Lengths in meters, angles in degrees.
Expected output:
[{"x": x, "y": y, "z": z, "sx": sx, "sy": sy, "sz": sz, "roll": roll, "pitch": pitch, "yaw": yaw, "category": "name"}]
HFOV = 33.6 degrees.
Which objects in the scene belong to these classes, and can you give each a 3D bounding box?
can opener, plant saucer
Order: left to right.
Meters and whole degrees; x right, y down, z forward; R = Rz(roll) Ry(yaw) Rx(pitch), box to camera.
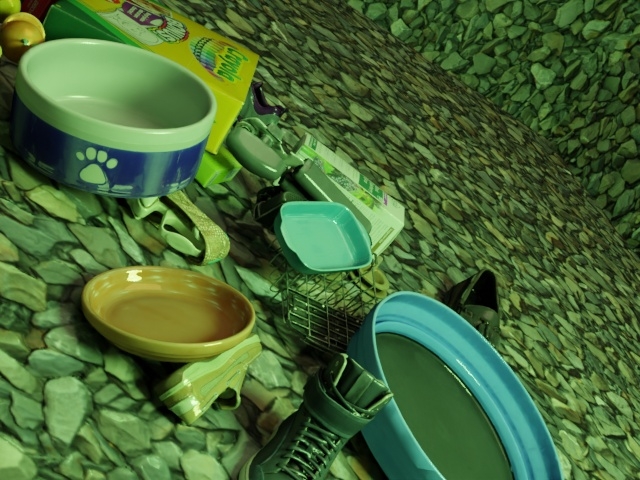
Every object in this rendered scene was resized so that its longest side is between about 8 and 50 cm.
[{"x": -0.176, "y": 0.086, "z": 1.220, "sx": 0.199, "sy": 0.037, "sz": 0.200, "roll": 10, "pitch": 21, "yaw": -4, "category": "plant saucer"}, {"x": -0.042, "y": -0.082, "z": 1.706, "sx": 0.283, "sy": 0.076, "sz": 0.095, "roll": 45, "pitch": 52, "yaw": -15, "category": "can opener"}]

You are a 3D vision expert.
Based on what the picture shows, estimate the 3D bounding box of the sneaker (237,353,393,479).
[{"x": -0.003, "y": 0.217, "z": 1.178, "sx": 0.086, "sy": 0.163, "sz": 0.226, "roll": 41, "pitch": 22, "yaw": -5, "category": "sneaker"}]

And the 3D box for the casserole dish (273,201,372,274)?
[{"x": 0.000, "y": 0.000, "z": 1.545, "sx": 0.188, "sy": 0.037, "sz": 0.114, "roll": -2, "pitch": 62, "yaw": -50, "category": "casserole dish"}]

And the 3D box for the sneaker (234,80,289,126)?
[{"x": -0.161, "y": -0.286, "z": 1.994, "sx": 0.223, "sy": 0.098, "sz": 0.083, "roll": 42, "pitch": 21, "yaw": 3, "category": "sneaker"}]

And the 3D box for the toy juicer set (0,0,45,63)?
[{"x": -0.511, "y": -0.347, "z": 1.440, "sx": 0.329, "sy": 0.089, "sz": 0.209, "roll": 39, "pitch": 37, "yaw": 11, "category": "toy juicer set"}]

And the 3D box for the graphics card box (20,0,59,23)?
[{"x": -0.524, "y": -0.557, "z": 1.721, "sx": 0.371, "sy": 0.233, "sz": 0.094, "roll": 41, "pitch": 21, "yaw": -1, "category": "graphics card box"}]

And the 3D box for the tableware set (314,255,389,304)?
[{"x": 0.049, "y": 0.042, "z": 1.783, "sx": 0.194, "sy": 0.039, "sz": 0.128, "roll": 22, "pitch": 28, "yaw": -39, "category": "tableware set"}]

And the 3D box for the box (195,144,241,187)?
[{"x": -0.219, "y": -0.165, "z": 1.732, "sx": 0.178, "sy": 0.042, "sz": 0.109, "roll": 45, "pitch": 21, "yaw": 8, "category": "box"}]

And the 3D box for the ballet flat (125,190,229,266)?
[{"x": -0.215, "y": -0.040, "z": 1.460, "sx": 0.206, "sy": 0.073, "sz": 0.067, "roll": 38, "pitch": 35, "yaw": 3, "category": "ballet flat"}]

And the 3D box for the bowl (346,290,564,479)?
[{"x": 0.185, "y": 0.251, "z": 1.476, "sx": 0.391, "sy": 0.077, "sz": 0.391, "roll": 37, "pitch": 28, "yaw": -24, "category": "bowl"}]

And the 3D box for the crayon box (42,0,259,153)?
[{"x": -0.269, "y": -0.299, "z": 1.733, "sx": 0.313, "sy": 0.106, "sz": 0.363, "roll": 25, "pitch": 20, "yaw": -9, "category": "crayon box"}]

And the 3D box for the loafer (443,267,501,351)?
[{"x": 0.278, "y": 0.135, "z": 1.913, "sx": 0.109, "sy": 0.095, "sz": 0.302, "roll": 37, "pitch": 21, "yaw": -9, "category": "loafer"}]

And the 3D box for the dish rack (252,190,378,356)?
[{"x": 0.003, "y": 0.063, "z": 1.589, "sx": 0.208, "sy": 0.074, "sz": 0.272, "roll": 25, "pitch": 43, "yaw": -33, "category": "dish rack"}]

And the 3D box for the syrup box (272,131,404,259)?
[{"x": 0.037, "y": -0.081, "z": 1.929, "sx": 0.237, "sy": 0.096, "sz": 0.093, "roll": 36, "pitch": 21, "yaw": -10, "category": "syrup box"}]

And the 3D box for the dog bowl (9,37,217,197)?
[{"x": -0.279, "y": -0.169, "z": 1.428, "sx": 0.264, "sy": 0.104, "sz": 0.265, "roll": 15, "pitch": 30, "yaw": -9, "category": "dog bowl"}]

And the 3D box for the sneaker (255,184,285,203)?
[{"x": -0.063, "y": -0.067, "z": 1.780, "sx": 0.084, "sy": 0.058, "sz": 0.152, "roll": 45, "pitch": 26, "yaw": -13, "category": "sneaker"}]

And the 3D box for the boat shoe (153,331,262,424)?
[{"x": -0.118, "y": 0.165, "z": 1.233, "sx": 0.072, "sy": 0.068, "sz": 0.190, "roll": 56, "pitch": 32, "yaw": 5, "category": "boat shoe"}]
